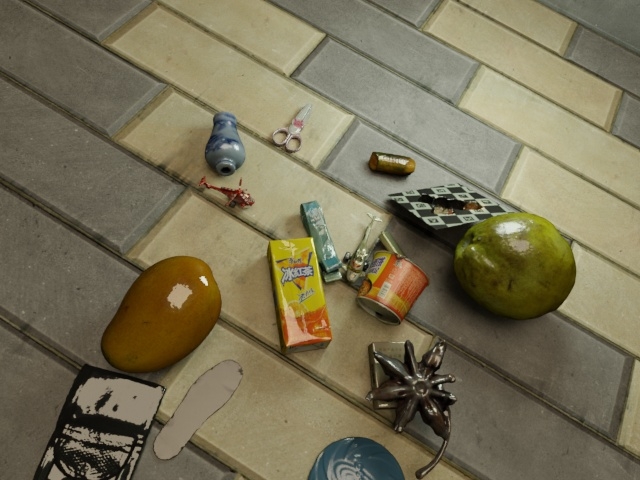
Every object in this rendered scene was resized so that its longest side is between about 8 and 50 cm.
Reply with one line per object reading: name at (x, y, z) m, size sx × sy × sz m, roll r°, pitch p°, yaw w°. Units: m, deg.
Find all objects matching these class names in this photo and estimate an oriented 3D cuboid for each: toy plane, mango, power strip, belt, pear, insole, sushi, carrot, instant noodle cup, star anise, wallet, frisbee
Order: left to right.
wallet at (-0.592, 0.518, 1.271) m, size 0.247 × 0.041 × 0.322 m, roll 17°, pitch 60°, yaw -4°
mango at (-0.448, 0.216, 1.353) m, size 0.264 × 0.221 × 0.378 m, roll 43°, pitch 74°, yaw 5°
insole at (-0.349, 0.476, 1.357) m, size 0.111 × 0.007 × 0.327 m, roll 36°, pitch 63°, yaw 9°
toy plane at (-0.324, -0.158, 1.641) m, size 0.195 × 0.077 × 0.126 m, roll 2°, pitch 60°, yaw -2°
belt at (0.000, 0.000, 1.616) m, size 0.072 × 0.087 × 0.302 m, roll -12°, pitch 67°, yaw -19°
frisbee at (0.107, 0.698, 1.315) m, size 0.290 × 0.049 × 0.289 m, roll 5°, pitch 63°, yaw -9°
toy plane at (0.143, 0.027, 1.631) m, size 0.092 × 0.108 × 0.286 m, roll 23°, pitch 49°, yaw 2°
instant noodle cup at (0.223, 0.159, 1.527) m, size 0.213 × 0.213 × 0.174 m, roll 32°, pitch 70°, yaw 5°
carrot at (0.277, -0.293, 1.822) m, size 0.173 × 0.082 × 0.082 m, roll 6°, pitch 63°, yaw -8°
power strip at (0.259, 0.031, 1.666) m, size 0.168 × 0.028 × 0.076 m, roll 57°, pitch 25°, yaw 15°
star anise at (0.268, 0.445, 1.376) m, size 0.316 × 0.139 × 0.359 m, roll 35°, pitch 78°, yaw 15°
sushi at (0.459, -0.104, 1.722) m, size 0.340 × 0.068 × 0.320 m, roll -12°, pitch 31°, yaw -22°
pear at (0.639, 0.081, 1.569) m, size 0.414 × 0.352 × 0.351 m, roll 23°, pitch 61°, yaw -15°

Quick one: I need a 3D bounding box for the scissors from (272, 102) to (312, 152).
scissors at (-0.090, -0.449, 1.851) m, size 0.118 × 0.030 × 0.242 m, roll 29°, pitch 64°, yaw 2°

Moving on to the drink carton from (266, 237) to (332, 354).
drink carton at (-0.071, 0.170, 1.508) m, size 0.155 × 0.111 × 0.350 m, roll -5°, pitch 64°, yaw -15°

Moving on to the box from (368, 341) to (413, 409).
box at (0.228, 0.418, 1.473) m, size 0.141 × 0.058 × 0.200 m, roll 1°, pitch 63°, yaw -11°

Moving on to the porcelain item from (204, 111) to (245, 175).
porcelain item at (-0.341, -0.346, 1.699) m, size 0.142 × 0.141 × 0.258 m, roll 0°, pitch 55°, yaw -11°
